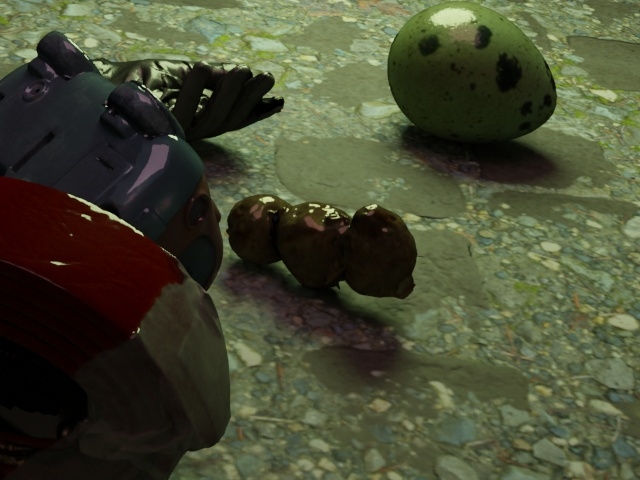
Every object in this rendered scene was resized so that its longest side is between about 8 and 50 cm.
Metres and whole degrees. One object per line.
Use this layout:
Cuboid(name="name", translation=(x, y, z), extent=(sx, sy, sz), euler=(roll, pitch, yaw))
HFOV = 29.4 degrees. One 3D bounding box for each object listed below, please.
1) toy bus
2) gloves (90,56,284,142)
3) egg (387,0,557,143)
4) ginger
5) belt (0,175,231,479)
Cuboid(name="toy bus", translation=(-0.206, -0.020, 1.071), extent=(0.197, 0.232, 0.294), euler=(-45, 46, -13))
Cuboid(name="gloves", translation=(-0.181, -0.174, 1.455), extent=(0.285, 0.119, 0.142), euler=(3, 38, 16))
Cuboid(name="egg", translation=(0.196, -0.209, 1.573), extent=(0.228, 0.177, 0.177), euler=(23, 29, -3))
Cuboid(name="ginger", translation=(0.000, 0.000, 1.213), extent=(0.204, 0.104, 0.080), euler=(9, 41, 30))
Cuboid(name="belt", translation=(-0.222, 0.077, 0.875), extent=(0.323, 0.227, 0.115), euler=(11, 31, 6))
